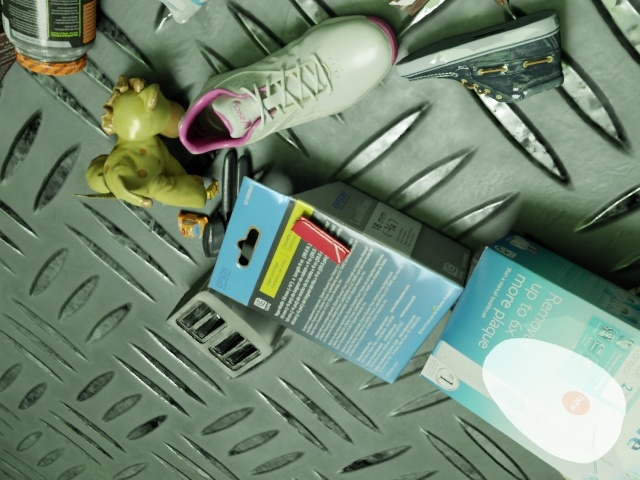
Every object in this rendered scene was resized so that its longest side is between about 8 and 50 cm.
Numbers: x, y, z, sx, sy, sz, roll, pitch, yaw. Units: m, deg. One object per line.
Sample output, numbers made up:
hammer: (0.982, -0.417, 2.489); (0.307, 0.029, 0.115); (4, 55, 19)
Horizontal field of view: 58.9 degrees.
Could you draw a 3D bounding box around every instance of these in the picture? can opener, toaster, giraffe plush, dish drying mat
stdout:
can opener: (-0.138, -0.052, 0.893); (0.059, 0.073, 0.186); (25, 121, 14)
toaster: (-0.153, 0.134, 0.997); (0.168, 0.110, 0.186); (43, 128, -12)
giraffe plush: (-0.260, -0.146, 0.822); (0.181, 0.210, 0.170); (13, 99, 17)
dish drying mat: (0.000, 0.000, 0.768); (0.083, 0.008, 0.032); (35, 130, -4)

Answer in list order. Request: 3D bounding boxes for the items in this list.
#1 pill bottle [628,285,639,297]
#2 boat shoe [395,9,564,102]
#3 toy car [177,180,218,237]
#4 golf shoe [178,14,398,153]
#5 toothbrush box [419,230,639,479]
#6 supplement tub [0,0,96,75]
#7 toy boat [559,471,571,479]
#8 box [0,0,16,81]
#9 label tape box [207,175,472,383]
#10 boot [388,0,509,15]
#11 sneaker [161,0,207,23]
pill bottle: (0.448, 0.087, 0.745); (0.120, 0.067, 0.067); (-25, 112, 34)
boat shoe: (0.182, -0.194, 0.653); (0.183, 0.065, 0.083); (-8, 119, 26)
toy car: (-0.209, -0.051, 0.932); (0.060, 0.040, 0.122); (25, 130, 4)
golf shoe: (-0.049, -0.181, 0.712); (0.306, 0.140, 0.115); (-17, 114, 30)
toothbrush box: (0.314, 0.157, 0.727); (0.295, 0.126, 0.216); (32, 117, 23)
supplement tub: (-0.357, -0.326, 0.747); (0.117, 0.117, 0.190); (24, 129, 5)
toy boat: (0.495, 0.291, 0.840); (0.318, 0.148, 0.267); (28, 125, 11)
box: (-0.554, -0.302, 0.811); (0.203, 0.167, 0.168); (-29, 110, 35)
label tape box: (0.022, 0.044, 0.863); (0.334, 0.106, 0.240); (28, 129, 2)
boot: (0.137, -0.278, 0.629); (0.114, 0.037, 0.106); (-29, 97, 32)
sneaker: (-0.227, -0.350, 0.709); (0.191, 0.071, 0.083); (44, 134, -11)
